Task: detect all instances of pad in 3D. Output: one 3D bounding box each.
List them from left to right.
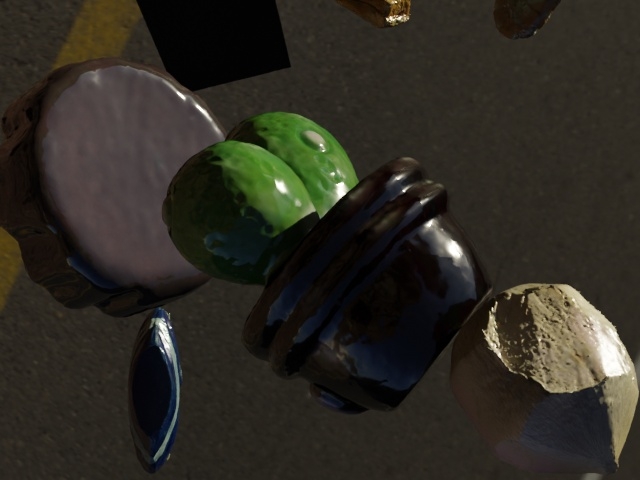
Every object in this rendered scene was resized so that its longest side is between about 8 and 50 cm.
[{"bbox_3d":[-0.133,-0.276,1.360,0.170,0.006,0.245,-14,152,1],"label":"pad"}]

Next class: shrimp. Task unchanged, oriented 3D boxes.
[{"bbox_3d":[0.336,-0.386,1.607,0.184,0.091,0.043,-44,165,22],"label":"shrimp"}]

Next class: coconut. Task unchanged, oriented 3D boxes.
[{"bbox_3d":[0.142,0.091,0.653,0.110,0.124,0.110,-31,152,-19],"label":"coconut"}]

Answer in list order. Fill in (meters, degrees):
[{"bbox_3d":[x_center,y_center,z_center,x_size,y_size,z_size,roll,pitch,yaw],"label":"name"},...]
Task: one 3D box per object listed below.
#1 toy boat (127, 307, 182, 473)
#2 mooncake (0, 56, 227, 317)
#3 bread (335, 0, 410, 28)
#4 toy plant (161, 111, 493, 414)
[{"bbox_3d":[-0.227,0.181,1.490,0.071,0.291,0.210,4,113,-4],"label":"toy boat"},{"bbox_3d":[-0.224,-0.055,1.142,0.283,0.141,0.283,22,58,-40],"label":"mooncake"},{"bbox_3d":[0.084,-0.395,1.738,0.074,0.132,0.053,-29,142,-41],"label":"bread"},{"bbox_3d":[0.000,0.000,0.741,0.175,0.235,0.218,-52,170,18],"label":"toy plant"}]
